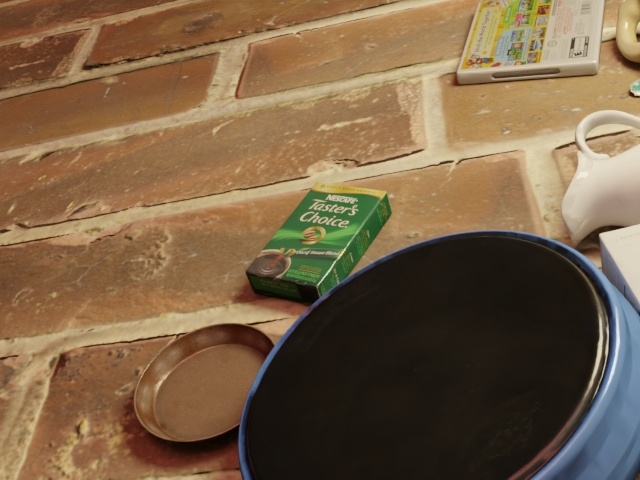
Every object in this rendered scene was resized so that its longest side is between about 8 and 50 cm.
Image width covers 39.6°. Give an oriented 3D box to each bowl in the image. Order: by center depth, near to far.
[{"bbox_3d":[0.097,0.137,0.805,0.391,0.077,0.391,-24,31,15],"label":"bowl"}]

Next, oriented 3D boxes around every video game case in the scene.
[{"bbox_3d":[0.332,-0.319,1.384,0.206,0.026,0.227,0,42,22],"label":"video game case"}]

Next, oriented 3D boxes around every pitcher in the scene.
[{"bbox_3d":[0.381,-0.082,0.979,0.207,0.125,0.178,-5,58,28],"label":"pitcher"}]

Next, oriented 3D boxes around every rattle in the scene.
[{"bbox_3d":[0.501,-0.271,1.252,0.130,0.142,0.200,-35,44,34],"label":"rattle"}]

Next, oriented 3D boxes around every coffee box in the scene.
[{"bbox_3d":[0.000,0.000,1.113,0.113,0.040,0.184,11,46,33],"label":"coffee box"}]

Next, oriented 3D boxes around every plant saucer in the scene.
[{"bbox_3d":[-0.121,0.160,0.977,0.168,0.029,0.168,-11,38,9],"label":"plant saucer"}]

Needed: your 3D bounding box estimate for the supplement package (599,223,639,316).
[{"bbox_3d":[0.343,0.071,0.831,0.105,0.105,0.179,-15,38,4],"label":"supplement package"}]
